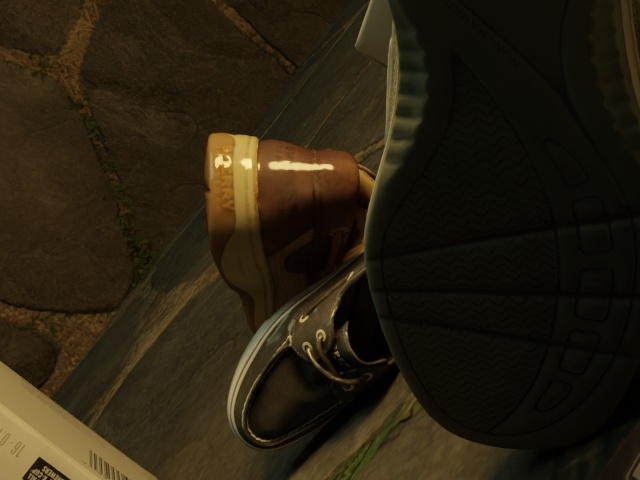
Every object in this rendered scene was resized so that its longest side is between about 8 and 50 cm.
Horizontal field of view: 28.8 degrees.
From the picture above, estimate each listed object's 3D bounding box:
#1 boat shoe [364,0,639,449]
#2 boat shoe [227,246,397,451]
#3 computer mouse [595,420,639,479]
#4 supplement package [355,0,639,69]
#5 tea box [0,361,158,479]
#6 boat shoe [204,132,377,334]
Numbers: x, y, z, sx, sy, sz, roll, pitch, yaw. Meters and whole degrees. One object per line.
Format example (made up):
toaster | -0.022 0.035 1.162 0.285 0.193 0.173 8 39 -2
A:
boat shoe | 0.078 -0.062 0.493 0.118 0.321 0.103 0 27 20
boat shoe | 0.026 0.059 0.805 0.228 0.080 0.076 -41 10 8
computer mouse | 0.060 0.156 0.347 0.262 0.060 0.184 -63 15 -5
supplement package | 0.156 -0.190 0.620 0.178 0.175 0.293 -56 -6 -28
tea box | -0.345 0.244 0.997 0.324 0.329 0.220 -52 11 -6
boat shoe | 0.000 0.000 0.937 0.342 0.123 0.123 69 -165 -73
